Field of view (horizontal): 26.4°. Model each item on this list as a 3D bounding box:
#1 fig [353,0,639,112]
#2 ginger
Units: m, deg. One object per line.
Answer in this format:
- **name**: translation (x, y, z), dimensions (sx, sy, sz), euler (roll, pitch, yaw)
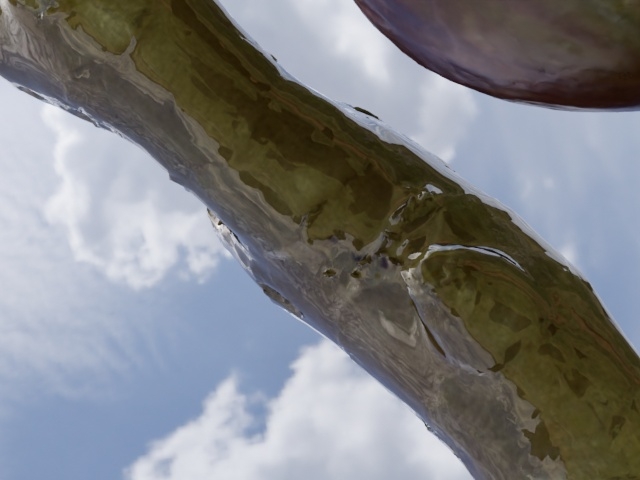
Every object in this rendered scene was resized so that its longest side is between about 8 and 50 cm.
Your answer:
- **fig**: translation (0.091, -0.095, 0.383), dimensions (0.175, 0.175, 0.207), euler (-26, -98, -52)
- **ginger**: translation (0.001, -0.019, 0.589), dimensions (0.122, 0.348, 0.363), euler (-49, -57, -1)
